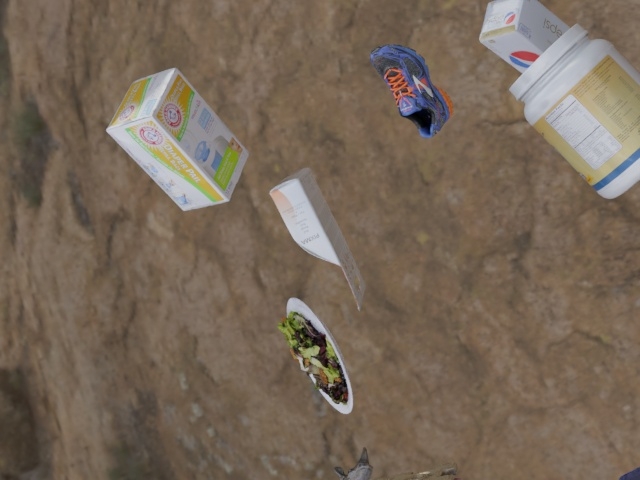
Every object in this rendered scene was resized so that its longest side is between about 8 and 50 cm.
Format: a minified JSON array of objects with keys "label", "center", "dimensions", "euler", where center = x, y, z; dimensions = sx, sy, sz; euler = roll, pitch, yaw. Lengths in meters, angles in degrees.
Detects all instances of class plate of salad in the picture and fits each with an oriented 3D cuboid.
[{"label":"plate of salad","center":[-0.011,0.183,1.463],"dimensions":[0.200,0.048,0.200],"euler":[52,156,34]}]

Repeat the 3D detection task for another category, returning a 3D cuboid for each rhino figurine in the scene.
[{"label":"rhino figurine","center":[0.036,0.435,1.442],"dimensions":[0.106,0.073,0.243],"euler":[136,150,-69]}]

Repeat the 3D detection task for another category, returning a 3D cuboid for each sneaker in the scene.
[{"label":"sneaker","center":[0.169,-0.278,1.755],"dimensions":[0.083,0.087,0.221],"euler":[-16,132,45]}]

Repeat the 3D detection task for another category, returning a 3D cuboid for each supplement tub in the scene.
[{"label":"supplement tub","center":[0.360,-0.169,1.233],"dimensions":[0.199,0.144,0.144],"euler":[47,135,5]}]

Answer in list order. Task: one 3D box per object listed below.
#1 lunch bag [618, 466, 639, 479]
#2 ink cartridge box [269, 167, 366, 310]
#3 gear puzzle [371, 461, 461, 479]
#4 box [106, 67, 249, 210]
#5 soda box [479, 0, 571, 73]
[{"label":"lunch bag","center":[0.519,0.381,1.449],"dimensions":[0.067,0.098,0.065],"euler":[-169,54,-85]},{"label":"ink cartridge box","center":[0.000,0.000,1.194],"dimensions":[0.045,0.145,0.179],"euler":[-23,97,9]},{"label":"gear puzzle","center":[-0.019,0.307,0.981],"dimensions":[0.339,0.175,0.044],"euler":[-17,88,13]},{"label":"box","center":[-0.225,-0.158,1.510],"dimensions":[0.103,0.114,0.203],"euler":[-10,135,35]},{"label":"soda box","center":[0.338,-0.283,1.414],"dimensions":[0.074,0.216,0.069],"euler":[-3,66,52]}]
